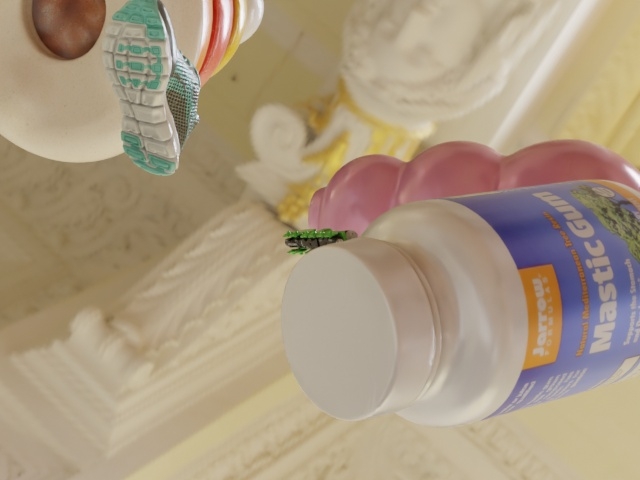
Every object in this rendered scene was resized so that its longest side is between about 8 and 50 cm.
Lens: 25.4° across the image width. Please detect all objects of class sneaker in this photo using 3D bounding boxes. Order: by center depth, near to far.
[{"bbox_3d":[-0.133,-0.137,1.169,0.065,0.166,0.076,18,-134,17],"label":"sneaker"}]

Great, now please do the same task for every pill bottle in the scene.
[{"bbox_3d":[0.112,0.043,0.964,0.272,0.152,0.152,-9,-128,-41],"label":"pill bottle"}]

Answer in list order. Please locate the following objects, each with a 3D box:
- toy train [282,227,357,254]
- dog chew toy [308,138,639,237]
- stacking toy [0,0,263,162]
[{"bbox_3d":[0.000,0.000,0.957,0.024,0.083,0.017,-17,-82,-25],"label":"toy train"},{"bbox_3d":[0.152,-0.006,1.376,0.332,0.206,0.206,8,-145,14],"label":"dog chew toy"},{"bbox_3d":[-0.207,-0.286,1.802,0.350,0.350,0.480,42,-159,15],"label":"stacking toy"}]
